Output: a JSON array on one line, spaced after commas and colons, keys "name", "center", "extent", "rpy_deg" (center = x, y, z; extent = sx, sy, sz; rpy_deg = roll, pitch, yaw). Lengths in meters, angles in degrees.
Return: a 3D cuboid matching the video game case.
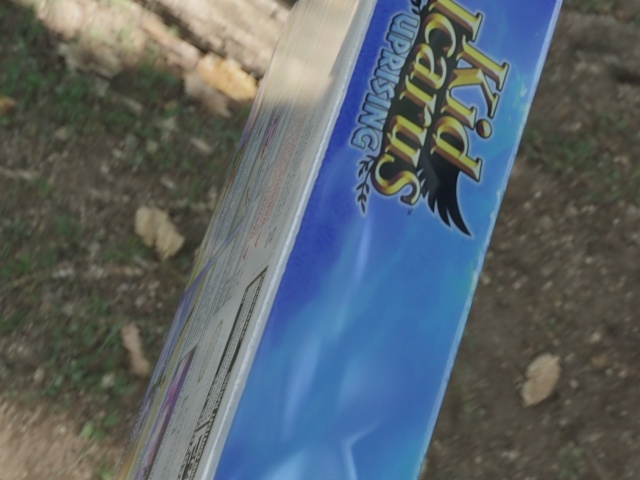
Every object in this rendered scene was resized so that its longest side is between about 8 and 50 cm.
[{"name": "video game case", "center": [0.000, 0.000, 0.564], "extent": [0.061, 0.244, 0.270], "rpy_deg": [22, 72, -9]}]
